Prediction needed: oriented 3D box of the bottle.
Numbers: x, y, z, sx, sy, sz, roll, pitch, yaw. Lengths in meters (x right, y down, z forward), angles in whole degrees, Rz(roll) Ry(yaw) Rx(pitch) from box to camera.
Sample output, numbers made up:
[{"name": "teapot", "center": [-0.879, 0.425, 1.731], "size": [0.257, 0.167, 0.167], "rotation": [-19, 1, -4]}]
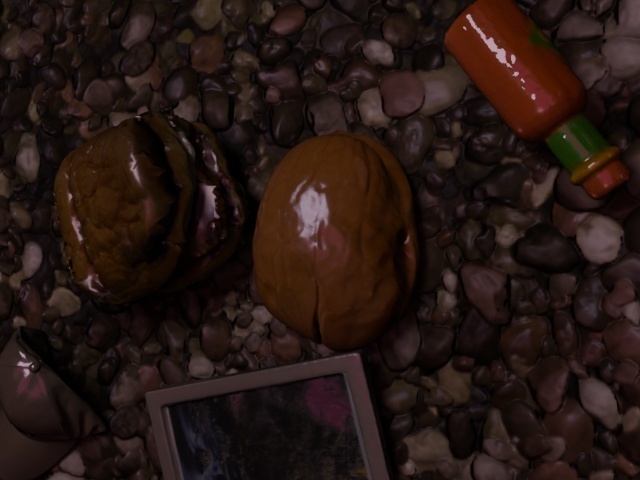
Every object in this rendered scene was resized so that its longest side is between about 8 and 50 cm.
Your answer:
[{"name": "bottle", "center": [0.180, -0.114, 0.571], "size": [0.069, 0.069, 0.187], "rotation": [-38, 76, 18]}]

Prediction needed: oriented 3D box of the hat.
[{"name": "hat", "center": [-0.331, 0.198, 0.771], "size": [0.147, 0.085, 0.175], "rotation": [43, 103, 18]}]

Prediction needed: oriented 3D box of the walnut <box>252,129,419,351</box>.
[{"name": "walnut", "center": [-0.001, -0.002, 0.634], "size": [0.167, 0.087, 0.211], "rotation": [-2, 88, 26]}]

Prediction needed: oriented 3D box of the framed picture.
[{"name": "framed picture", "center": [-0.032, 0.280, 0.662], "size": [0.240, 0.020, 0.324], "rotation": [-13, 87, 20]}]

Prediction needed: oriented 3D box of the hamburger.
[{"name": "hamburger", "center": [-0.184, -0.035, 0.694], "size": [0.206, 0.130, 0.183], "rotation": [-22, 78, 24]}]
